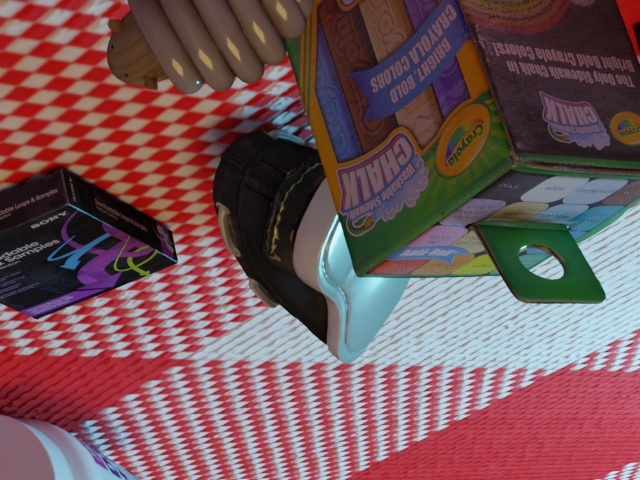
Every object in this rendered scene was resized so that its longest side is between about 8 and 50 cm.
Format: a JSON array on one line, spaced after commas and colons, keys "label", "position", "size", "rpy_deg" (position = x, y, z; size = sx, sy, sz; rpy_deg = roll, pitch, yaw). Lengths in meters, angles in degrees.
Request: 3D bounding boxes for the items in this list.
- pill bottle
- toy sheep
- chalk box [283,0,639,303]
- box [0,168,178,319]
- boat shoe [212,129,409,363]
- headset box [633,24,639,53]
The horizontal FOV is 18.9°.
[{"label": "pill bottle", "position": [-0.243, 0.242, 1.643], "size": [0.160, 0.160, 0.283], "rpy_deg": [-18, 160, 6]}, {"label": "toy sheep", "position": [-0.048, -0.117, 0.953], "size": [0.132, 0.091, 0.091], "rpy_deg": [-32, 158, 4]}, {"label": "chalk box", "position": [0.087, -0.058, 1.013], "size": [0.132, 0.213, 0.132], "rpy_deg": [3, 153, -40]}, {"label": "box", "position": [-0.179, 0.005, 1.255], "size": [0.116, 0.029, 0.162], "rpy_deg": [-21, 158, 16]}, {"label": "boat shoe", "position": [0.000, 0.000, 1.293], "size": [0.114, 0.091, 0.302], "rpy_deg": [-58, 164, -14]}, {"label": "headset box", "position": [0.245, -0.125, 1.218], "size": [0.083, 0.032, 0.062], "rpy_deg": [-20, 160, 9]}]
